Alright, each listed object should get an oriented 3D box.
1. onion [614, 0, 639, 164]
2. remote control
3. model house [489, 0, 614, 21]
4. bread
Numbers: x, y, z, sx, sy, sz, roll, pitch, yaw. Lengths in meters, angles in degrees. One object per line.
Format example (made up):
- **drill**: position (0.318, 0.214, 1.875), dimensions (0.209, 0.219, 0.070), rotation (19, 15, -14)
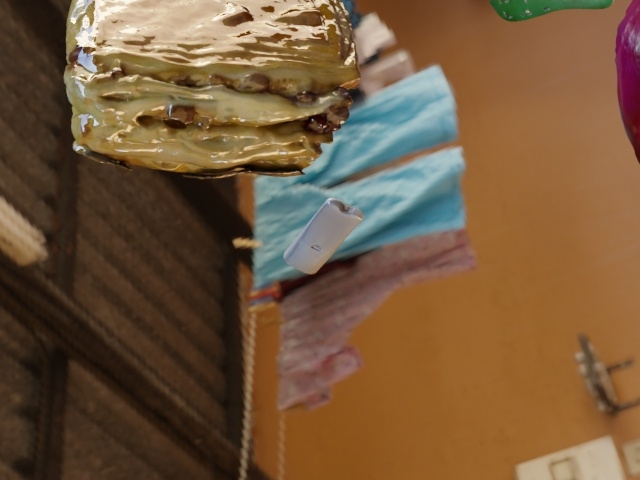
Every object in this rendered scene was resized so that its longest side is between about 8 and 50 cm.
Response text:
- **onion**: position (0.307, -0.111, 0.724), dimensions (0.207, 0.206, 0.216), rotation (31, 142, 47)
- **remote control**: position (0.000, 0.000, 1.477), dimensions (0.050, 0.184, 0.027), rotation (24, -119, -9)
- **model house**: position (0.275, -0.331, 1.385), dimensions (0.088, 0.167, 0.117), rotation (-43, -63, -34)
- **bread**: position (-0.114, -0.171, 1.177), dimensions (0.324, 0.278, 0.167), rotation (-106, 21, -50)
